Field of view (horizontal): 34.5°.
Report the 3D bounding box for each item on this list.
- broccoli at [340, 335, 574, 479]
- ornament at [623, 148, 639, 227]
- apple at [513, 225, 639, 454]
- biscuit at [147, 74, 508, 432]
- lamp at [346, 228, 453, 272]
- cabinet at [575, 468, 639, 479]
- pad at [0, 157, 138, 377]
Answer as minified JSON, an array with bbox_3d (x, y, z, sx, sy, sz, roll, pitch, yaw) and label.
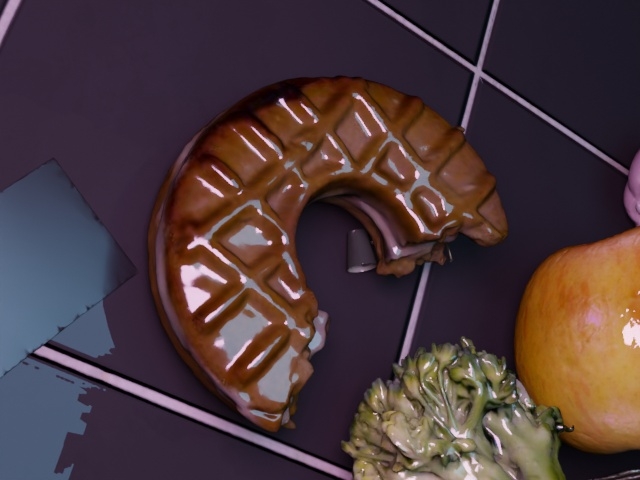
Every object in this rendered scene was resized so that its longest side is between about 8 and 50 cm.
[{"bbox_3d":[0.147,0.247,0.951,0.288,0.245,0.248,38,92,-21],"label":"broccoli"},{"bbox_3d":[0.461,-0.056,1.264,0.178,0.177,0.177,8,76,-32],"label":"ornament"},{"bbox_3d":[0.345,0.103,1.098,0.286,0.286,0.233,-3,79,-34],"label":"apple"},{"bbox_3d":[-0.005,-0.019,0.963,0.366,0.115,0.268,-41,95,-28],"label":"biscuit"},{"bbox_3d":[0.077,0.003,1.081,0.121,0.041,0.054,0,72,-30],"label":"lamp"},{"bbox_3d":[0.442,0.374,1.073,0.228,0.318,0.289,-4,82,-32],"label":"cabinet"},{"bbox_3d":[-0.260,0.029,0.871,0.190,0.004,0.127,-41,103,-32],"label":"pad"}]
